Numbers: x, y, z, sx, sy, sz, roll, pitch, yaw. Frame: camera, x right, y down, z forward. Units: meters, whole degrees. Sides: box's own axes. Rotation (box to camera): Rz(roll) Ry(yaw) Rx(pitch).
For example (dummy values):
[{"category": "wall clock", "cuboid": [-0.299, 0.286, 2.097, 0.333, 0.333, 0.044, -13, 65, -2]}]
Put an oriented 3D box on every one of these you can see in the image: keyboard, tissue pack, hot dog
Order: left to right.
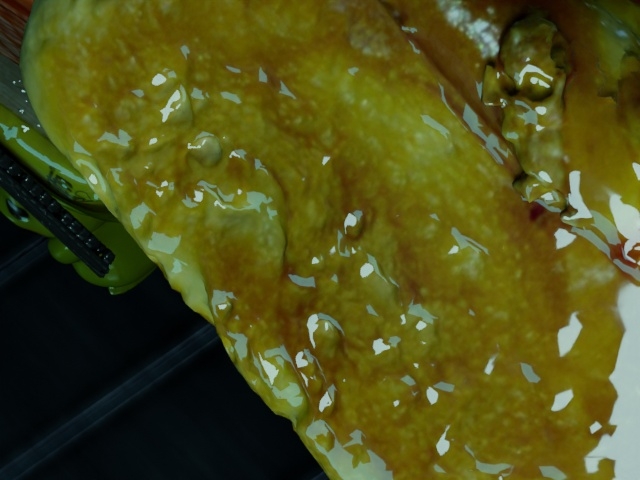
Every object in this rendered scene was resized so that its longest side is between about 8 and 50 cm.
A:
[{"category": "keyboard", "cuboid": [-0.237, -0.057, 1.235, 0.231, 0.023, 0.072, 46, 176, -36]}, {"category": "tissue pack", "cuboid": [-0.199, -0.113, 1.319, 0.192, 0.134, 0.271, 40, 174, -2]}, {"category": "hot dog", "cuboid": [0.048, -0.014, 0.478, 0.257, 0.153, 0.150, 50, -156, 9]}]

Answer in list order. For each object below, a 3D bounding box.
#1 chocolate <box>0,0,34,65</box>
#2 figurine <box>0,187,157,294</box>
[{"category": "chocolate", "cuboid": [-0.158, -0.165, 0.806, 0.234, 0.108, 0.237, 33, 174, 11]}, {"category": "figurine", "cuboid": [-0.256, -0.059, 1.848, 0.218, 0.169, 0.327, 63, -169, 26]}]
